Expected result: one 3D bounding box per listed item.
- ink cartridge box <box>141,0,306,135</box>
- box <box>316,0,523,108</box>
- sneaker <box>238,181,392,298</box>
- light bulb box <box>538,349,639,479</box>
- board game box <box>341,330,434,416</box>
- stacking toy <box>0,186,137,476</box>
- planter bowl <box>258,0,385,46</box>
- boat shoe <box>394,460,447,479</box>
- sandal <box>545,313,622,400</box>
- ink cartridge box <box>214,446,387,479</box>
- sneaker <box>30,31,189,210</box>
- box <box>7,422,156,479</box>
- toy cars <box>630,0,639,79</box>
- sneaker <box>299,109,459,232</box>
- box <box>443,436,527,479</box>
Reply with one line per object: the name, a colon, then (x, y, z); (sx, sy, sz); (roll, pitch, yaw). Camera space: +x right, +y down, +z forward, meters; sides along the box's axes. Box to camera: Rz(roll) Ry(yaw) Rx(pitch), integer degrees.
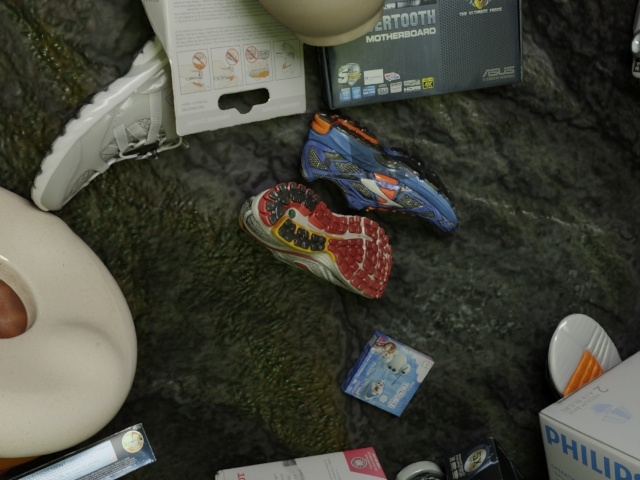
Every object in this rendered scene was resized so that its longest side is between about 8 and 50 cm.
ink cartridge box: (-0.098, -0.235, 0.865); (0.181, 0.056, 0.224); (-18, 116, -40)
box: (0.108, -0.255, 0.939); (0.233, 0.059, 0.183); (-9, 108, -8)
sneaker: (0.000, 0.000, 0.997); (0.225, 0.093, 0.088); (34, 65, -33)
light bulb box: (0.501, 0.326, 1.068); (0.358, 0.225, 0.361); (-24, 112, -26)
board game box: (0.089, 0.176, 1.099); (0.090, 0.020, 0.090); (27, 101, -19)
stacking toy: (-0.451, 0.193, 0.881); (0.351, 0.350, 0.480); (33, 115, -19)
planter bowl: (0.005, -0.262, 0.818); (0.162, 0.162, 0.109); (-23, 137, -3)
boat shoe: (0.171, 0.458, 1.171); (0.114, 0.091, 0.302); (-23, 111, -3)
sandal: (0.359, 0.190, 1.127); (0.102, 0.076, 0.265); (-52, 124, -10)
ink cartridge box: (-0.019, 0.356, 1.063); (0.218, 0.158, 0.092); (-5, 109, -9)
sneaker: (-0.195, -0.124, 0.898); (0.281, 0.105, 0.115); (-44, 110, 4)
box: (-0.286, 0.264, 0.925); (0.159, 0.233, 0.044); (-21, 82, -27)
toy cars: (0.470, -0.189, 1.023); (0.176, 0.087, 0.393); (-33, 108, -5)
sneaker: (0.070, -0.069, 0.993); (0.221, 0.083, 0.087); (30, 113, -13)
box: (0.245, 0.377, 1.107); (0.078, 0.147, 0.180); (-27, 122, 17)
